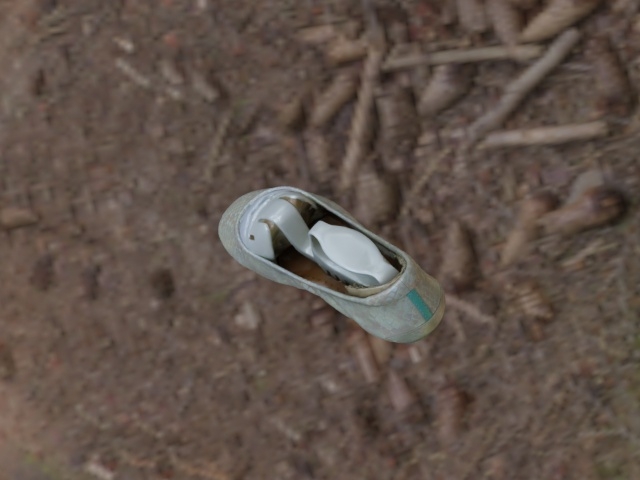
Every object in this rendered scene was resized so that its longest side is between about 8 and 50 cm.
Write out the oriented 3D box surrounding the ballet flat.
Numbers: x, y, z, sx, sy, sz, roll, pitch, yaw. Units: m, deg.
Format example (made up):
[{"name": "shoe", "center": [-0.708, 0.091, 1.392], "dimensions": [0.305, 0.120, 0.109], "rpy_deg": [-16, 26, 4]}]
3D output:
[{"name": "ballet flat", "center": [0.000, 0.000, 0.946], "dimensions": [0.168, 0.057, 0.052], "rpy_deg": [26, 160, 41]}]
